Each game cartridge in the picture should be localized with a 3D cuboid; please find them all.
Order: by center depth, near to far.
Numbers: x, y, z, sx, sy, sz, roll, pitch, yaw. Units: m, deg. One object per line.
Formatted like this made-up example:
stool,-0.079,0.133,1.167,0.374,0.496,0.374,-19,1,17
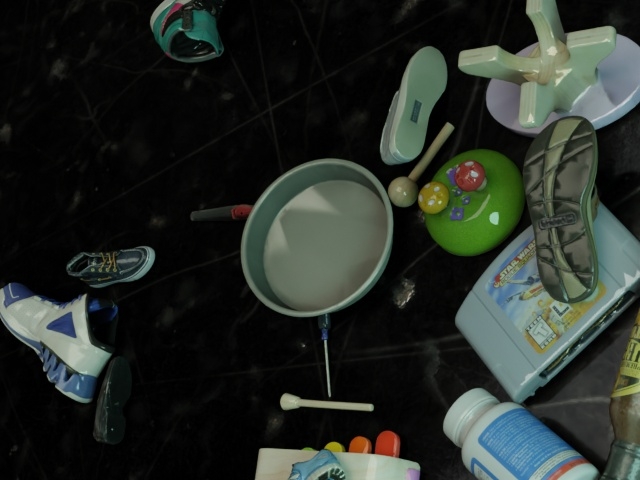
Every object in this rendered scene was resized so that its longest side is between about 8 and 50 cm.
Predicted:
game cartridge,0.347,0.078,1.753,0.297,0.062,0.198,-47,55,13

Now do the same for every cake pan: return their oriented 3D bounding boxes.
cake pan,0.000,0.000,2.021,0.293,0.054,0.293,-10,65,24

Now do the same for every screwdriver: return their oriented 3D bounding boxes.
screwdriver,0.008,0.184,1.989,0.024,0.025,0.170,-17,62,32

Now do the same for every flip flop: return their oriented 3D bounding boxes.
flip flop,0.368,-0.045,1.709,0.112,0.080,0.277,-8,83,30

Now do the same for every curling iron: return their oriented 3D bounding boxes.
curling iron,-0.150,-0.041,2.193,0.274,0.035,0.068,7,76,39

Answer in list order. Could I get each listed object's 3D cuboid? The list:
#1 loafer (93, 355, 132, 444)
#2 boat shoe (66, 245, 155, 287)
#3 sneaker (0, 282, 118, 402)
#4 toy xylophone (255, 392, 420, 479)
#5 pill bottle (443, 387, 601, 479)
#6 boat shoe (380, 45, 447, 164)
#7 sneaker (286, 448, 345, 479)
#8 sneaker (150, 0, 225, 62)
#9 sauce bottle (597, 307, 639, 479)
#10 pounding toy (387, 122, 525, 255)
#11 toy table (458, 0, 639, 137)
loafer,-0.409,0.307,2.237,0.061,0.062,0.170,-7,67,41
boat shoe,-0.424,0.049,2.336,0.183,0.083,0.065,-20,61,30
sneaker,-0.504,0.164,2.338,0.315,0.127,0.182,41,95,33
toy xylophone,0.014,0.374,1.869,0.323,0.081,0.236,5,76,39
pill bottle,0.282,0.310,1.662,0.221,0.124,0.124,41,99,40
boat shoe,0.152,-0.232,2.007,0.081,0.079,0.227,-21,46,58
sneaker,-0.030,0.387,1.816,0.162,0.063,0.073,-39,34,14
sneaker,-0.231,-0.472,2.366,0.295,0.124,0.178,-42,47,26
sauce bottle,0.460,0.193,1.579,0.111,0.111,0.344,14,79,40
pounding toy,0.210,-0.090,1.886,0.183,0.110,0.237,-54,50,7
toy table,0.358,-0.267,1.812,0.274,0.161,0.252,-18,62,30
